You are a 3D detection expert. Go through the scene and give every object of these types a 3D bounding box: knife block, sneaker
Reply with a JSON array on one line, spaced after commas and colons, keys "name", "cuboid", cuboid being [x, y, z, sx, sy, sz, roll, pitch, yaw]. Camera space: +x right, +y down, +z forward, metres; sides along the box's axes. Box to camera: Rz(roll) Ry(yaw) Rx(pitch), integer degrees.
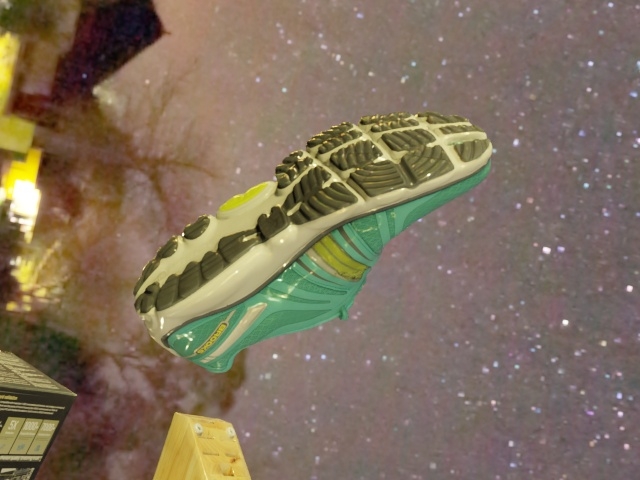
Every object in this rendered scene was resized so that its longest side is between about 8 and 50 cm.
[{"name": "knife block", "cuboid": [-0.184, 0.386, 0.998, 0.242, 0.088, 0.275, -36, -123, 19]}, {"name": "sneaker", "cuboid": [0.000, 0.000, 0.586, 0.275, 0.110, 0.107, -30, -144, 6]}]

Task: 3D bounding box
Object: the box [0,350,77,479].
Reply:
[{"name": "box", "cuboid": [-0.274, 0.144, 0.535, 0.147, 0.078, 0.180, -64, 156, -4]}]
